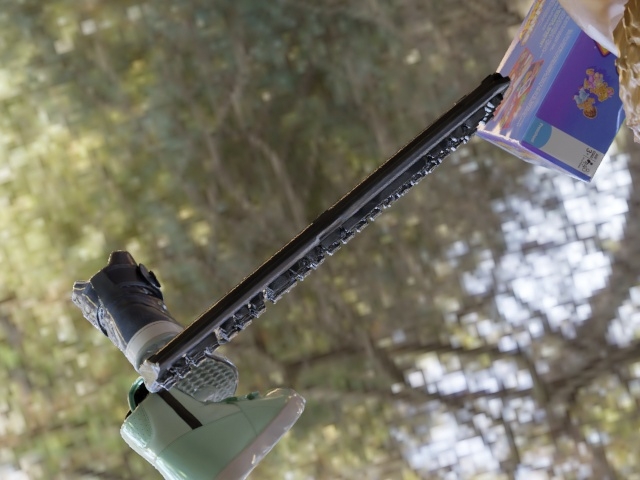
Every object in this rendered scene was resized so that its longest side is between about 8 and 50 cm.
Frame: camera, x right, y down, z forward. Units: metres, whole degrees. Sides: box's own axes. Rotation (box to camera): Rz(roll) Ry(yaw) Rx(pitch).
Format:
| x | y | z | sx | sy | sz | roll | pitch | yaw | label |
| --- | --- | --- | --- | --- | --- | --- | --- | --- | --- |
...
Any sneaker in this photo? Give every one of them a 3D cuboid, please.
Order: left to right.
| x | y | z | sx | sy | sz | roll | pitch | yaw | label |
| --- | --- | --- | --- | --- | --- | --- | --- | --- | --- |
| -0.181 | 0.101 | 1.838 | 0.086 | 0.226 | 0.163 | -42 | -122 | -6 | sneaker |
| -0.113 | 0.173 | 1.742 | 0.094 | 0.151 | 0.256 | -51 | 175 | 21 | sneaker |

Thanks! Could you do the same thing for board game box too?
| x | y | z | sx | sy | sz | roll | pitch | yaw | label |
| --- | --- | --- | --- | --- | --- | --- | --- | --- | --- |
| 0.278 | -0.234 | 1.624 | 0.347 | 0.078 | 0.233 | -62 | -170 | 4 | board game box |

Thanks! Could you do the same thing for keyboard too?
| x | y | z | sx | sy | sz | roll | pitch | yaw | label |
| --- | --- | --- | --- | --- | --- | --- | --- | --- | --- |
| 0.000 | 0.000 | 1.194 | 0.317 | 0.033 | 0.201 | -39 | -179 | -6 | keyboard |

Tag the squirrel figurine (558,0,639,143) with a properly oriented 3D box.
| x | y | z | sx | sy | sz | roll | pitch | yaw | label |
| --- | --- | --- | --- | --- | --- | --- | --- | --- | --- |
| 0.321 | -0.120 | 1.229 | 0.281 | 0.370 | 0.397 | -14 | -134 | 16 | squirrel figurine |
